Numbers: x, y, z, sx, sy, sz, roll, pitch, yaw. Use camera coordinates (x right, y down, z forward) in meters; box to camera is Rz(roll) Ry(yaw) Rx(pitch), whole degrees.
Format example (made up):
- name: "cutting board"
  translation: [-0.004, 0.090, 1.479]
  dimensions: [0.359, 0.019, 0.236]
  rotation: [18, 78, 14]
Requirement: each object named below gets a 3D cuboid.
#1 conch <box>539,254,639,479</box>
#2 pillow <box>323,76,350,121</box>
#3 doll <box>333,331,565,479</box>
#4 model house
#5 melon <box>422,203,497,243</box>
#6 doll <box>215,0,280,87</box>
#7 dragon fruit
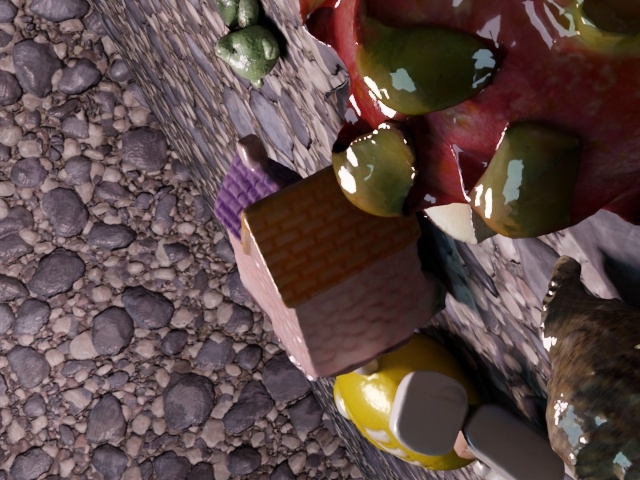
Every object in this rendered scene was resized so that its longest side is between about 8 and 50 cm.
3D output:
- name: "conch"
  translation: [0.215, 0.107, 0.857]
  dimensions: [0.155, 0.130, 0.207]
  rotation: [90, 163, -47]
- name: "pillow"
  translation: [0.053, -0.131, 1.117]
  dimensions: [0.090, 0.048, 0.150]
  rotation: [61, 167, -2]
- name: "doll"
  translation: [0.150, 0.222, 1.425]
  dimensions: [0.348, 0.161, 0.423]
  rotation: [37, 173, 18]
- name: "model house"
  translation: [0.003, -0.014, 1.310]
  dimensions: [0.237, 0.202, 0.237]
  rotation: [52, 163, 48]
- name: "melon"
  translation: [0.120, -0.052, 1.045]
  dimensions: [0.098, 0.054, 0.182]
  rotation: [65, 168, -6]
- name: "doll"
  translation: [-0.106, -0.267, 1.403]
  dimensions: [0.115, 0.078, 0.150]
  rotation: [113, 136, -64]
- name: "dragon fruit"
  translation: [0.111, -0.115, 0.538]
  dimensions: [0.227, 0.243, 0.307]
  rotation: [37, -149, -7]
